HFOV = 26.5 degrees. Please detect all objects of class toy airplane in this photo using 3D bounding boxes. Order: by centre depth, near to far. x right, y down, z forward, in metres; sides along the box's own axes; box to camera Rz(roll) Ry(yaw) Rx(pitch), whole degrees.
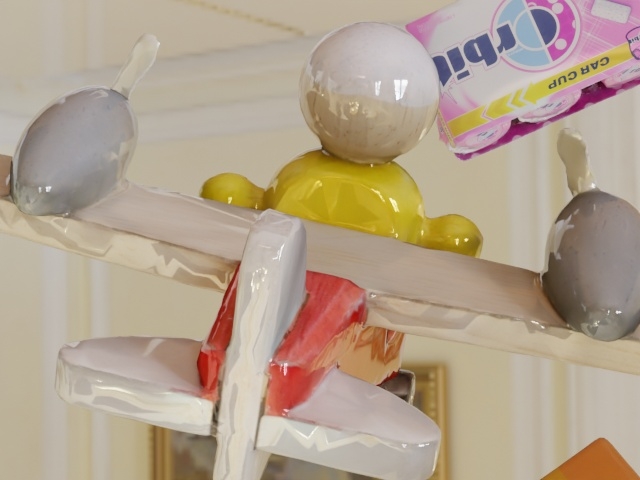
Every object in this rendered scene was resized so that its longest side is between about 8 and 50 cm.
[{"bbox_3d":[0.000,0.000,0.797,0.386,0.272,0.384,13,-179,-37],"label":"toy airplane"}]

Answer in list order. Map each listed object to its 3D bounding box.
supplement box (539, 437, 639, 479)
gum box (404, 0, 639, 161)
[{"bbox_3d":[0.059,0.192,0.583,0.233,0.080,0.078,-38,-144,1],"label":"supplement box"},{"bbox_3d":[0.166,-0.149,1.064,0.188,0.107,0.062,-24,165,10],"label":"gum box"}]
